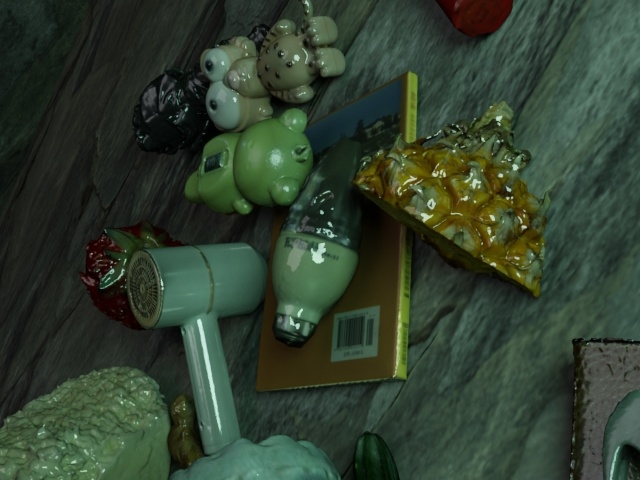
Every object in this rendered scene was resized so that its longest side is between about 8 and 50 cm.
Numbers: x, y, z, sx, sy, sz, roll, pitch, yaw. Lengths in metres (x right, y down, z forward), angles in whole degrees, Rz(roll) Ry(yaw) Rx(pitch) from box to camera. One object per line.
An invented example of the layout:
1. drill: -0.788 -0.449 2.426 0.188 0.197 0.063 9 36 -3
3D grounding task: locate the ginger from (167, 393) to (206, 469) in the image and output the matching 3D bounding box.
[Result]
1. ginger: -0.178 0.324 0.988 0.176 0.053 0.193 3 84 55

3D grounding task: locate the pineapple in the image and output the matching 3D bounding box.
1. pineapple: 0.126 -0.071 0.675 0.164 0.140 0.250 -54 41 11

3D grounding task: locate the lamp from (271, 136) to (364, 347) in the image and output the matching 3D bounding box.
1. lamp: 0.000 0.000 0.812 0.101 0.101 0.250 -1 69 54

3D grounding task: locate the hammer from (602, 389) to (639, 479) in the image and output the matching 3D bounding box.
1. hammer: 0.277 0.194 0.391 0.111 0.033 0.287 -52 47 11

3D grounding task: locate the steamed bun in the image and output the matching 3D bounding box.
1. steamed bun: -0.353 0.331 1.089 0.272 0.273 0.290 -36 26 -27

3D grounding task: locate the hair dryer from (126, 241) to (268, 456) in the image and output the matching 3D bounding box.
1. hair dryer: -0.140 0.180 0.952 0.108 0.173 0.357 -24 74 51

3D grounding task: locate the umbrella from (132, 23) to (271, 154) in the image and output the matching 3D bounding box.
1. umbrella: -0.207 -0.281 1.267 0.337 0.128 0.154 -41 66 25

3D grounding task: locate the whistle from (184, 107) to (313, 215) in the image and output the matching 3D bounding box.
1. whistle: -0.104 -0.094 0.983 0.288 0.106 0.131 -12 68 50

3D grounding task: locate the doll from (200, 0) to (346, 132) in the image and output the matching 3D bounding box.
1. doll: -0.081 -0.260 1.073 0.278 0.119 0.154 -21 90 45

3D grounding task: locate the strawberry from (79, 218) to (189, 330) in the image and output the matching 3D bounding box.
1. strawberry: -0.292 0.070 1.173 0.184 0.187 0.201 65 159 18

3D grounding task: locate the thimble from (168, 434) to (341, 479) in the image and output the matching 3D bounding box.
1. thimble: -0.072 0.312 0.704 0.250 0.205 0.171 116 150 -42

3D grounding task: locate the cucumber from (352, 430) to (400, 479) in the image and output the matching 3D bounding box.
1. cucumber: 0.055 0.242 0.703 0.048 0.048 0.105 -43 40 35

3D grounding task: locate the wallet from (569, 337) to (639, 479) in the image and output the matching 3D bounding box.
1. wallet: 0.234 0.189 0.482 0.133 0.039 0.243 -8 70 44

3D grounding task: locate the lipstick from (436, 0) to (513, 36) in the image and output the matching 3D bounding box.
1. lipstick: 0.142 -0.341 0.846 0.073 0.073 0.279 -49 39 29

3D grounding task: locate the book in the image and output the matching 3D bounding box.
1. book: 0.017 -0.002 0.891 0.263 0.028 0.373 -19 59 49
